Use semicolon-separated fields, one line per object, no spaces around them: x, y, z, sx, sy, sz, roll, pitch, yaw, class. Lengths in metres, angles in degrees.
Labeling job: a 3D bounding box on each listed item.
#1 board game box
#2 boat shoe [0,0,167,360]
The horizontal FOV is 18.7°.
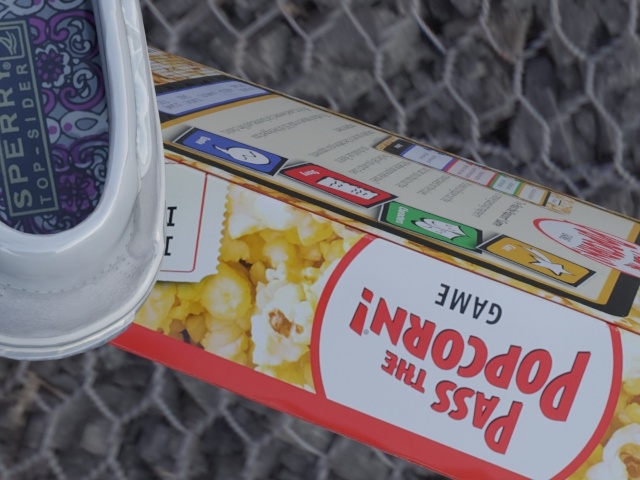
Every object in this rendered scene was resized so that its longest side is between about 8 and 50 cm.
0.000;0.000;0.467;0.193;0.147;0.045;20;102;10;board game box
-0.066;-0.072;0.336;0.066;0.063;0.184;-6;73;-12;boat shoe
